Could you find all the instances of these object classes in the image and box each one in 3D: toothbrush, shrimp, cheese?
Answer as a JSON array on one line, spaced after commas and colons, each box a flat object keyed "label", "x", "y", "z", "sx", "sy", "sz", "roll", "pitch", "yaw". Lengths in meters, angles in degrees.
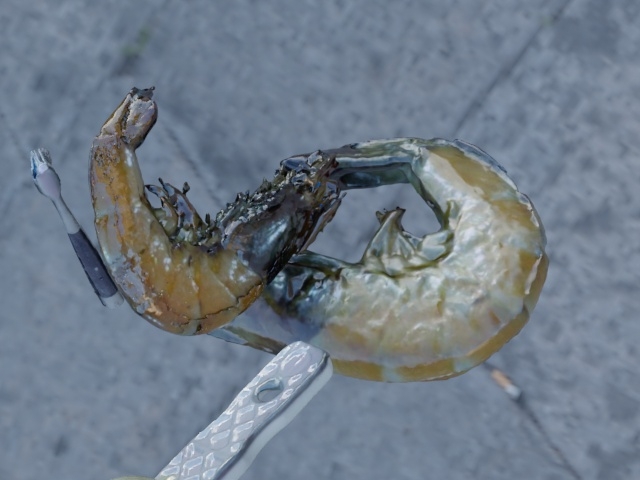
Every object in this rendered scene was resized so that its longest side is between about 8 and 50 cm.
[{"label": "toothbrush", "x": -0.213, "y": -0.004, "z": 1.721, "sx": 0.024, "sy": 0.288, "sz": 0.026, "roll": -20, "pitch": 63, "yaw": -2}, {"label": "shrimp", "x": -0.097, "y": -0.049, "z": 1.760, "sx": 0.054, "sy": 0.290, "sz": 0.222, "roll": -21, "pitch": 100, "yaw": 49}, {"label": "shrimp", "x": 0.000, "y": 0.000, "z": 1.866, "sx": 0.445, "sy": 0.085, "sz": 0.272, "roll": 6, "pitch": 59, "yaw": 20}, {"label": "cheese", "x": -0.084, "y": 0.139, "z": 0.918, "sx": 0.251, "sy": 0.054, "sz": 0.127, "roll": -45, "pitch": 35, "yaw": -19}]
